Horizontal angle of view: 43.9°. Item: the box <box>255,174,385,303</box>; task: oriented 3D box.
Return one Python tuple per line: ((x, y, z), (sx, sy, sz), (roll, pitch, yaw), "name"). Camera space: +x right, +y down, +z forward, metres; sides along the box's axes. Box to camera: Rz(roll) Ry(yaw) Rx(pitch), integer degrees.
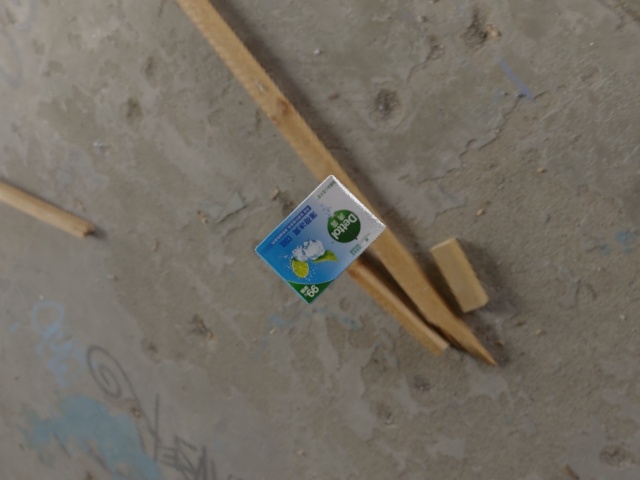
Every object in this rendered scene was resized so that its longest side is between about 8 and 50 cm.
((0.000, 0.000, 1.423), (0.139, 0.194, 0.073), (44, 174, 3), "box")
